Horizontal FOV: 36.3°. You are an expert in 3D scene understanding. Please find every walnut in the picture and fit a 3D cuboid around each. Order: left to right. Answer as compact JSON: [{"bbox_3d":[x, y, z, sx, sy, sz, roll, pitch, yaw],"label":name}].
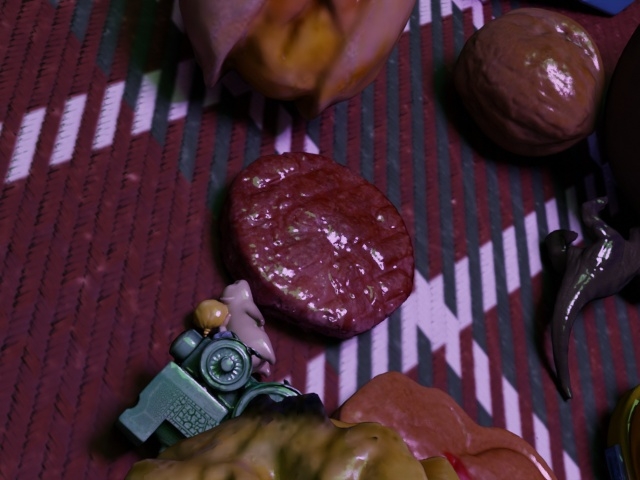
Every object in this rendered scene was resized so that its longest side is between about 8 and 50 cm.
[{"bbox_3d":[0.223,-0.166,1.028,0.166,0.149,0.166,31,19,-12],"label":"walnut"}]

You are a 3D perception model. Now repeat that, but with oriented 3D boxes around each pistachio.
[{"bbox_3d":[-0.018,-0.266,0.909,0.229,0.230,0.309,17,68,-19],"label":"pistachio"}]

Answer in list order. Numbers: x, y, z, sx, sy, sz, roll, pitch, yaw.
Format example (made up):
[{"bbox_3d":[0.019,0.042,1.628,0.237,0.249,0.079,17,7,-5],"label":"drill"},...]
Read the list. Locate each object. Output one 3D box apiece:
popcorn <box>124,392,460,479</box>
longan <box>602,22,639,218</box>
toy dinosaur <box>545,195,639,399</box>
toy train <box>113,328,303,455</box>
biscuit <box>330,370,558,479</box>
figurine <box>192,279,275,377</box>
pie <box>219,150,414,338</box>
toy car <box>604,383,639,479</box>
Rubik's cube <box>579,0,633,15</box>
[{"bbox_3d":[-0.028,0.220,0.547,0.286,0.215,0.252,-15,33,1],"label":"popcorn"},{"bbox_3d":[0.466,-0.134,1.004,0.360,0.361,0.361,15,52,-20],"label":"longan"},{"bbox_3d":[0.294,0.054,0.947,0.187,0.087,0.179,3,56,-27],"label":"toy dinosaur"},{"bbox_3d":[-0.051,0.144,0.688,0.178,0.071,0.104,43,73,-2],"label":"toy train"},{"bbox_3d":[0.135,0.245,0.747,0.202,0.047,0.334,-30,76,-40],"label":"biscuit"},{"bbox_3d":[-0.069,0.071,0.756,0.050,0.047,0.083,-11,59,-23],"label":"figurine"},{"bbox_3d":[0.000,0.000,0.841,0.182,0.049,0.182,15,50,-19],"label":"pie"},{"bbox_3d":[0.380,0.181,0.831,0.247,0.142,0.201,-7,70,-10],"label":"toy car"},{"bbox_3d":[0.336,-0.493,1.182,0.290,0.291,0.291,3,57,-48],"label":"Rubik's cube"}]
